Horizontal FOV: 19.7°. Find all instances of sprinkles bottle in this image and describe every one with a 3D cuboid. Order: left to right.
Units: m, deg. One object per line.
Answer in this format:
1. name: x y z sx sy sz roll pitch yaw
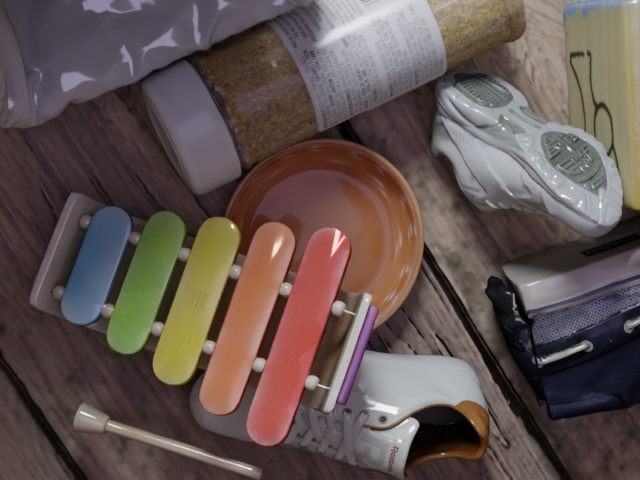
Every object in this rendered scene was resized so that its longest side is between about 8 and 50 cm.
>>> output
1. sprinkles bottle: 0.014 -0.170 1.724 0.355 0.121 0.121 -26 100 -8

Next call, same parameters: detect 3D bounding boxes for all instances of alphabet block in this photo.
1. alphabet block: 0.353 -0.137 1.765 0.193 0.192 0.197 -5 97 -9

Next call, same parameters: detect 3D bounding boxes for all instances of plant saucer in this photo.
1. plant saucer: 0.000 0.000 1.782 0.200 0.037 0.200 -1 96 -12

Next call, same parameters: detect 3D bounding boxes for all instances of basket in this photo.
1. basket: -0.190 -0.303 1.547 0.331 0.328 0.266 -25 79 -7

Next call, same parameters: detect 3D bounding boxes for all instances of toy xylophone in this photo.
1. toy xylophone: -0.110 0.088 1.693 0.323 0.081 0.236 11 83 11

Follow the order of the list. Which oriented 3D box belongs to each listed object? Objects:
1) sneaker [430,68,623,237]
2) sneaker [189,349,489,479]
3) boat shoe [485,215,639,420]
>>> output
1. sneaker: 0.192 -0.063 1.747 0.090 0.232 0.115 -19 138 -35
2. sneaker: 0.024 0.165 1.747 0.290 0.123 0.106 0 123 -11
3. boat shoe: 0.341 0.062 1.826 0.341 0.127 0.158 -17 105 -2
